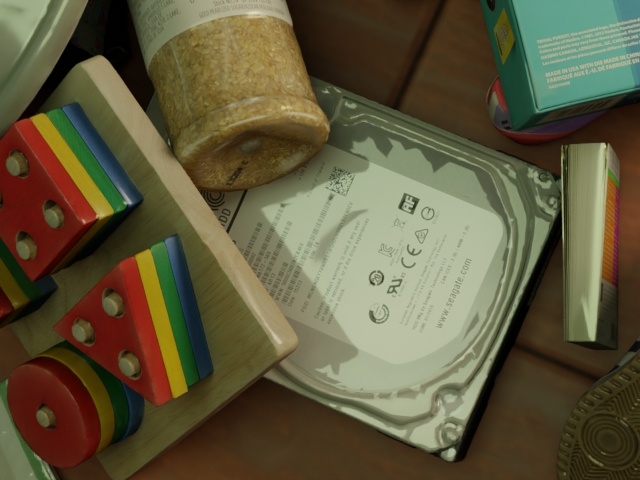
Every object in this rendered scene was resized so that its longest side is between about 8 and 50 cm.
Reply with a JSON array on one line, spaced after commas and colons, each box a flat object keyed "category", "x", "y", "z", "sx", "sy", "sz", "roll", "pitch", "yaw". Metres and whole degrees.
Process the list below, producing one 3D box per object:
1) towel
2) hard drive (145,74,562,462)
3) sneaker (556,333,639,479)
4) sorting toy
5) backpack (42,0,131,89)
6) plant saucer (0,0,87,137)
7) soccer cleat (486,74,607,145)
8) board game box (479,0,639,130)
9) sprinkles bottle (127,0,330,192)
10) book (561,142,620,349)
[{"category": "towel", "x": -0.293, "y": 0.194, "z": 1.382, "sx": 0.152, "sy": 0.023, "sz": 0.113, "roll": -28, "pitch": 76, "yaw": 10}, {"category": "hard drive", "x": 0.000, "y": 0.000, "z": 1.316, "sx": 0.339, "sy": 0.064, "sz": 0.236, "roll": 24, "pitch": 89, "yaw": 15}, {"category": "sneaker", "x": 0.274, "y": 0.074, "z": 1.238, "sx": 0.099, "sy": 0.153, "sz": 0.282, "roll": 30, "pitch": 121, "yaw": 12}, {"category": "sorting toy", "x": -0.179, "y": 0.042, "z": 1.251, "sx": 0.255, "sy": 0.089, "sz": 0.257, "roll": 55, "pitch": 135, "yaw": 6}, {"category": "backpack", "x": -0.226, "y": -0.219, "z": 1.366, "sx": 0.152, "sy": 0.115, "sz": 0.182, "roll": 11, "pitch": 82, "yaw": 16}, {"category": "plant saucer", "x": -0.312, "y": -0.234, "z": 1.291, "sx": 0.400, "sy": 0.101, "sz": 0.400, "roll": -22, "pitch": 58, "yaw": 40}, {"category": "soccer cleat", "x": 0.237, "y": -0.151, "z": 1.263, "sx": 0.248, "sy": 0.095, "sz": 0.083, "roll": -30, "pitch": 78, "yaw": 8}, {"category": "board game box", "x": 0.223, "y": -0.271, "z": 1.202, "sx": 0.254, "sy": 0.079, "sz": 0.336, "roll": -13, "pitch": 85, "yaw": -8}, {"category": "sprinkles bottle", "x": -0.098, "y": -0.216, "z": 1.283, "sx": 0.121, "sy": 0.121, "sz": 0.355, "roll": -21, "pitch": 68, "yaw": 9}, {"category": "book", "x": 0.205, "y": 0.007, "z": 1.251, "sx": 0.035, "sy": 0.096, "sz": 0.144, "roll": -1, "pitch": 82, "yaw": 21}]
